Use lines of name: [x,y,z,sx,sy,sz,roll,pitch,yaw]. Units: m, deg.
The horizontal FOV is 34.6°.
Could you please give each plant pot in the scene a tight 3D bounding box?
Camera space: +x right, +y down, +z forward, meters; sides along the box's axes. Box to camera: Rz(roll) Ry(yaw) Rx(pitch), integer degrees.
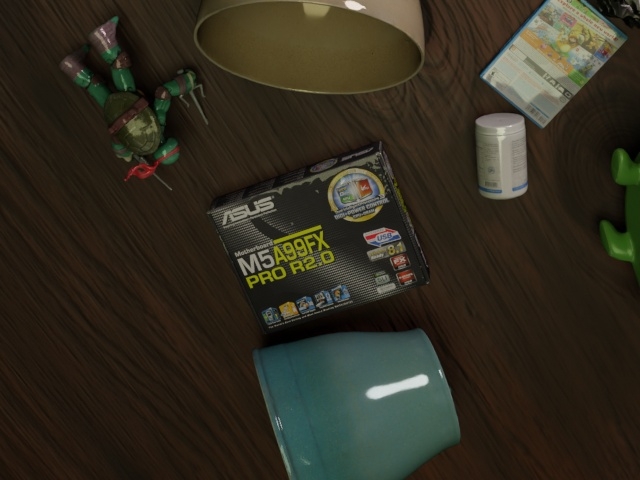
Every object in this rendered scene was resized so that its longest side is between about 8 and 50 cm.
plant pot: [-0.004,-0.322,1.281,0.284,0.284,0.191,6,78,2]
plant pot: [0.059,0.250,1.513,0.255,0.272,0.272,-18,111,-3]

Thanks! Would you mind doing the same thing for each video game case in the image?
video game case: [0.315,-0.250,1.398,0.119,0.015,0.166,37,111,-11]

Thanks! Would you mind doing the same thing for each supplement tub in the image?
supplement tub: [0.252,-0.117,1.430,0.071,0.071,0.107,-3,113,6]

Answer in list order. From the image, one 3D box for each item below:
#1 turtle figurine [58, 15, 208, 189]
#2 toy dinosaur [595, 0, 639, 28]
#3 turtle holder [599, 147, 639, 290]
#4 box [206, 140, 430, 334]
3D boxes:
turtle figurine: [-0.250,-0.182,1.425,0.175,0.118,0.234,-35,101,18]
toy dinosaur: [0.429,-0.382,1.287,0.321,0.164,0.218,23,99,14]
turtle holder: [0.530,0.006,1.372,0.227,0.243,0.320,-12,104,-8]
box: [0.000,0.000,1.507,0.270,0.060,0.216,-18,111,12]
